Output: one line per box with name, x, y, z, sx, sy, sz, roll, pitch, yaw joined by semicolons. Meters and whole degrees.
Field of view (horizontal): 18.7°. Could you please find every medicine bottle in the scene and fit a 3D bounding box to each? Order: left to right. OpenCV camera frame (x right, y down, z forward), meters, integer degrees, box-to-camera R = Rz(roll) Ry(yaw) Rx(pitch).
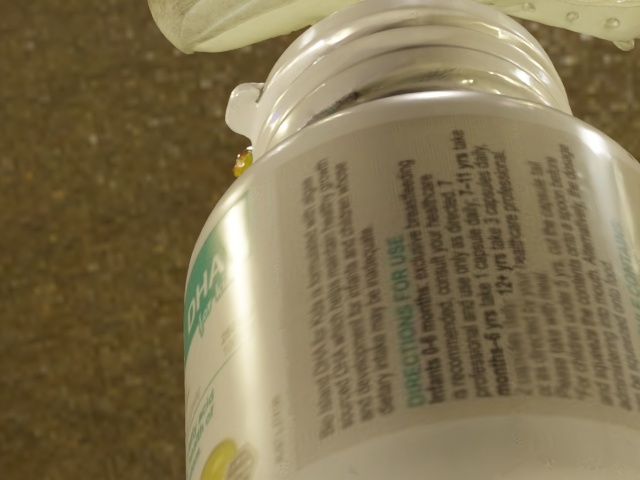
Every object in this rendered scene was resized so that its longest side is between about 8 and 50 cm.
medicine bottle;0.032;0.034;0.499;0.135;0.135;0.215;-7;43;1

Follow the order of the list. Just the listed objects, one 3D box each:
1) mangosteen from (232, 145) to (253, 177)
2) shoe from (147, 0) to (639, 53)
mangosteen;0.000;0.000;1.228;0.137;0.151;0.137;-40;-1;-1
shoe;0.092;-0.156;0.928;0.342;0.210;0.132;-32;35;10
